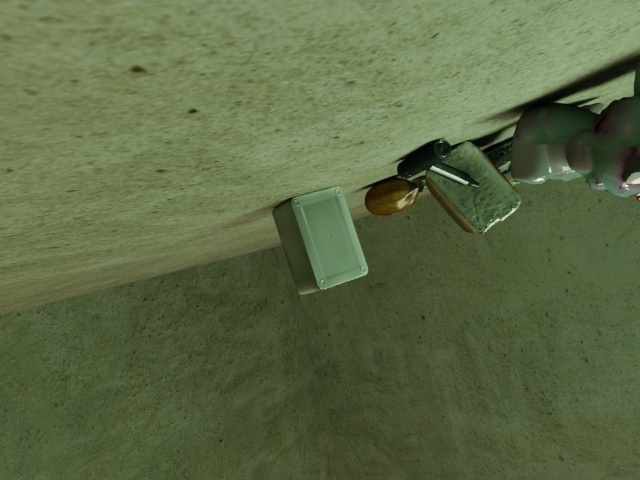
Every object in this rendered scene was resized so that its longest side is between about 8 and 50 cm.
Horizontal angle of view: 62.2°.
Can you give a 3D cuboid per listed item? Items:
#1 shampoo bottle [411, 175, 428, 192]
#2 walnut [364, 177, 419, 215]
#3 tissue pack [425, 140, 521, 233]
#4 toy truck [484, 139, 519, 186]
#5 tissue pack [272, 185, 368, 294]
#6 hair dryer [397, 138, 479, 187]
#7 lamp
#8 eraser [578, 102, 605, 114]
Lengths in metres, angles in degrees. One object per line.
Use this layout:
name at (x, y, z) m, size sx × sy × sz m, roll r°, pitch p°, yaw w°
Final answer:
shampoo bottle at (0.441, -0.223, 1.930) m, size 0.228 × 0.055 × 0.086 m, roll -17°, pitch 180°, yaw -23°
walnut at (0.218, -0.134, 1.609) m, size 0.116 × 0.115 × 0.207 m, roll -16°, pitch 178°, yaw -41°
tissue pack at (0.421, -0.156, 1.409) m, size 0.239 × 0.238 × 0.305 m, roll -18°, pitch 178°, yaw 11°
toy truck at (0.584, -0.238, 1.606) m, size 0.163 × 0.136 × 0.305 m, roll -9°, pitch 173°, yaw -24°
tissue pack at (-0.001, 0.000, 1.389) m, size 0.160 × 0.245 × 0.136 m, roll -16°, pitch 177°, yaw -26°
hair dryer at (0.296, -0.160, 1.194) m, size 0.195 × 0.050 × 0.173 m, roll 14°, pitch 170°, yaw -15°
lamp at (0.534, -0.204, 0.987) m, size 0.301 × 0.247 × 0.247 m, roll 10°, pitch -166°, yaw 40°
eraser at (0.563, -0.232, 1.230) m, size 0.210 × 0.067 × 0.125 m, roll -42°, pitch -160°, yaw -28°
